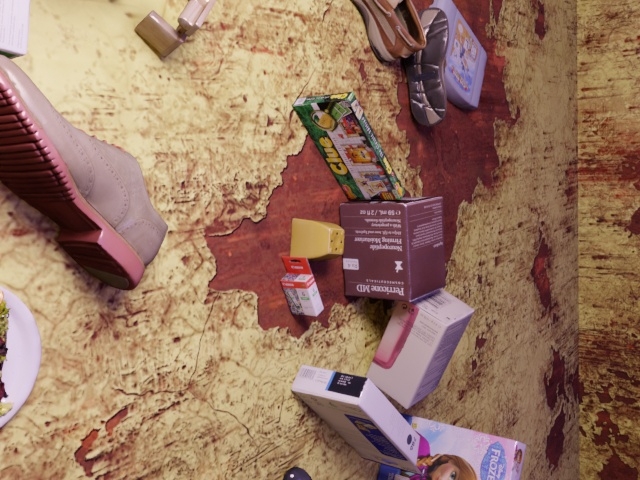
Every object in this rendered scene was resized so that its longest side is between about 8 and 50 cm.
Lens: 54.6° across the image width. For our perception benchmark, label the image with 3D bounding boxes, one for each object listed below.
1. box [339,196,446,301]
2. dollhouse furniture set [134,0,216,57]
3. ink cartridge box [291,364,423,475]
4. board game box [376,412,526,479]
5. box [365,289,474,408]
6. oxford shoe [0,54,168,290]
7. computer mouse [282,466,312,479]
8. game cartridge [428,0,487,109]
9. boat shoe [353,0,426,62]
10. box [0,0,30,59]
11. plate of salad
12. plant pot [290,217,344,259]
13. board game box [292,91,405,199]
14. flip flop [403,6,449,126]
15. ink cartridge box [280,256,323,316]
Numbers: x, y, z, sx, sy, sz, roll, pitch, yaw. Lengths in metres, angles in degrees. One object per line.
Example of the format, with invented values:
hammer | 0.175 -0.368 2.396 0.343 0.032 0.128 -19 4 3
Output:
box | 0.158 0.011 1.335 0.167 0.168 0.203 -13 102 -52
dollhouse furniture set | -0.219 -0.378 0.872 0.151 0.144 0.123 39 56 -30
ink cartridge box | 0.091 0.372 1.274 0.332 0.165 0.065 55 50 -39
board game box | 0.274 0.578 1.398 0.066 0.318 0.318 34 65 -47
box | 0.222 0.232 1.394 0.148 0.127 0.232 -13 129 -52
oxford shoe | -0.310 -0.093 0.782 0.130 0.123 0.348 -60 145 -35
computer mouse | -0.016 0.545 1.249 0.071 0.041 0.242 -51 130 -38
game cartridge | 0.363 -0.486 1.665 0.297 0.062 0.198 30 65 -49
boat shoe | 0.139 -0.534 1.317 0.324 0.120 0.122 55 51 -38
box | -0.383 -0.255 0.679 0.087 0.101 0.102 6 88 -52
plate of salad | -0.412 0.143 0.711 0.200 0.048 0.200 -5 96 -53
plant pot | 0.000 0.000 1.201 0.081 0.083 0.081 5 88 -52
board game box | 0.059 -0.179 1.225 0.030 0.136 0.259 -58 133 -27
flip flop | 0.265 -0.419 1.508 0.080 0.112 0.277 -38 124 -65
ink cartridge box | -0.040 0.087 1.171 0.029 0.063 0.115 -43 124 -45
